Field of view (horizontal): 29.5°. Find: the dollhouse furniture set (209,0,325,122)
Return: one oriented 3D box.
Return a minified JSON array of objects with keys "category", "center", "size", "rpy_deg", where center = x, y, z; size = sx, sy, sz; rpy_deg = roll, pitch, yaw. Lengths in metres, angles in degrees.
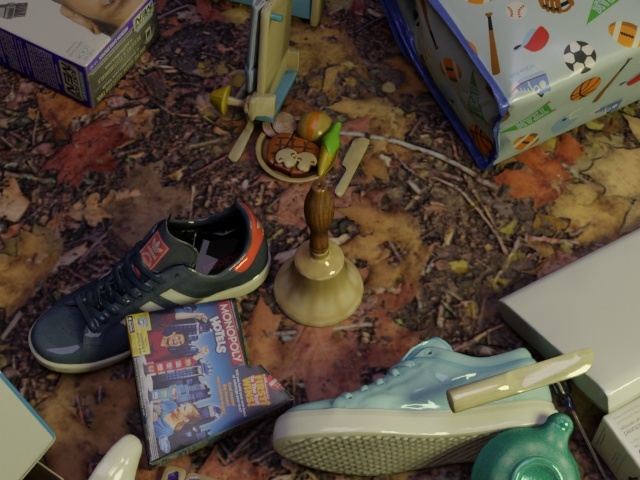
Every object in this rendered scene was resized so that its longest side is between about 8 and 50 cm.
[{"category":"dollhouse furniture set","center":[-0.120,-0.377,1.803],"size":[0.198,0.286,0.303],"rpy_deg":[14,46,8]}]

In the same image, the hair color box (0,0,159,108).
[{"category":"hair color box","center":[-0.444,-0.361,1.898],"size":[0.338,0.110,0.185],"rpy_deg":[26,59,14]}]

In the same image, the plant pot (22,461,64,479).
[{"category":"plant pot","center":[-0.375,0.320,1.459],"size":[0.109,0.096,0.109],"rpy_deg":[31,61,17]}]

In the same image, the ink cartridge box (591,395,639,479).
[{"category":"ink cartridge box","center":[0.459,0.283,1.500],"size":[0.148,0.086,0.203],"rpy_deg":[-25,60,-16]}]

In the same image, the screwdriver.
[{"category":"screwdriver","center":[0.323,0.229,1.543],"size":[0.025,0.024,0.170],"rpy_deg":[-22,88,27]}]

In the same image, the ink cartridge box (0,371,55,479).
[{"category":"ink cartridge box","center":[-0.490,0.174,1.407],"size":[0.307,0.223,0.129],"rpy_deg":[9,51,43]}]

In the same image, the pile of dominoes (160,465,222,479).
[{"category":"pile of dominoes","center":[-0.134,0.399,1.444],"size":[0.196,0.040,0.251],"rpy_deg":[12,58,8]}]

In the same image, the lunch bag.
[{"category":"lunch bag","center":[0.294,-0.347,1.825],"size":[0.327,0.239,0.385],"rpy_deg":[-25,68,-14]}]

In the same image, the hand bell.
[{"category":"hand bell","center":[0.000,0.000,1.586],"size":[0.126,0.242,0.126],"rpy_deg":[1,56,-1]}]

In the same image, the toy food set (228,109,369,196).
[{"category":"toy food set","center":[-0.034,-0.144,1.800],"size":[0.192,0.038,0.132],"rpy_deg":[18,58,11]}]

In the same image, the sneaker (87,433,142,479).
[{"category":"sneaker","center":[-0.256,0.342,1.467],"size":[0.094,0.080,0.212],"rpy_deg":[26,68,6]}]

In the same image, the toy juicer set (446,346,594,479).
[{"category":"toy juicer set","center":[0.210,0.285,1.439],"size":[0.209,0.089,0.329],"rpy_deg":[5,81,-6]}]

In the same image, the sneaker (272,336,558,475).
[{"category":"sneaker","center":[0.113,0.201,1.530],"size":[0.366,0.135,0.150],"rpy_deg":[-1,55,-15]}]

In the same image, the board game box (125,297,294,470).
[{"category":"board game box","center":[-0.140,0.179,1.556],"size":[0.194,0.060,0.194],"rpy_deg":[-8,72,-11]}]

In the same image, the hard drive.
[{"category":"hard drive","center":[0.450,0.075,1.615],"size":[0.353,0.047,0.233],"rpy_deg":[-25,38,-17]}]

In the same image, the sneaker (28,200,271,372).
[{"category":"sneaker","center":[-0.231,0.047,1.608],"size":[0.350,0.148,0.131],"rpy_deg":[-28,62,-18]}]
